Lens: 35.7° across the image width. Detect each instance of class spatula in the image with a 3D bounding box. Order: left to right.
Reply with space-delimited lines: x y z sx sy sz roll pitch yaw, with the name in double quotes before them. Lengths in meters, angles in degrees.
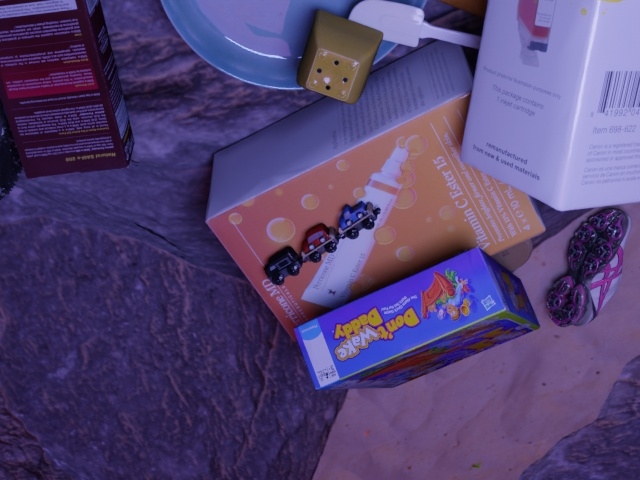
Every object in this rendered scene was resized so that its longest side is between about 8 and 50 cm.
"spatula" 0.157 -0.277 1.078 0.242 0.019 0.168 14 123 4

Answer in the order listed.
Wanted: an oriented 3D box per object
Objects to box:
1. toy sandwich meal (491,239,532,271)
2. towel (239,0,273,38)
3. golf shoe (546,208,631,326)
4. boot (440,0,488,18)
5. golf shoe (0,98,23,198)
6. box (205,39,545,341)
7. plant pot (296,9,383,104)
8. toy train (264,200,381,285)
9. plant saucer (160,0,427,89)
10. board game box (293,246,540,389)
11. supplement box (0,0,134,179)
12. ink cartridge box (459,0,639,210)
"toy sandwich meal" 0.250 0.007 1.352 0.086 0.029 0.085 -1 128 -1
"towel" -0.156 -0.325 1.124 0.237 0.021 0.102 26 120 -18
"golf shoe" 0.379 0.035 1.361 0.086 0.067 0.186 -3 127 -35
"boot" 0.233 -0.258 1.142 0.211 0.104 0.295 7 118 0
"golf shoe" -0.426 -0.135 1.223 0.094 0.077 0.198 19 133 18
"box" 0.064 -0.061 1.217 0.345 0.168 0.215 -25 120 15
"plant pot" 0.018 -0.196 1.103 0.081 0.083 0.081 19 118 -3
"toy train" 0.000 0.000 1.140 0.158 0.027 0.036 -32 107 19
"plant saucer" -0.028 -0.322 1.102 0.318 0.043 0.317 -3 123 -5
"board game box" 0.137 0.110 1.256 0.233 0.078 0.347 -25 165 14
"supplement box" -0.310 -0.197 1.173 0.130 0.073 0.239 -5 123 3
"ink cartridge box" 0.320 -0.243 0.987 0.279 0.160 0.384 -6 115 -30
